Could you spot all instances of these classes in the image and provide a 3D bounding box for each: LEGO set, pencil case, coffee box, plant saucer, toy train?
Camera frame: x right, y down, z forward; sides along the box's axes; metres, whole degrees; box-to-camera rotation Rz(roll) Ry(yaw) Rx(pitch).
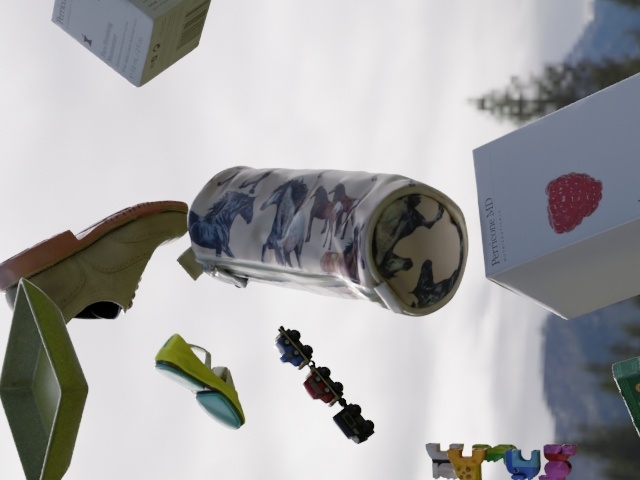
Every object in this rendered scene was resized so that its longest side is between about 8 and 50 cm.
[{"bbox_3d":[0.254,0.347,2.184,0.087,0.227,0.093,-1,-91,-67],"label":"LEGO set"},{"bbox_3d":[0.000,0.000,1.883,0.160,0.410,0.183,45,-113,-33],"label":"pencil case"},{"bbox_3d":[0.503,0.193,2.041,0.040,0.184,0.113,-84,-30,-57],"label":"coffee box"},{"bbox_3d":[-0.311,0.169,1.704,0.188,0.045,0.188,60,142,42],"label":"plant saucer"},{"bbox_3d":[-0.001,0.160,1.653,0.036,0.158,0.027,-35,-10,-29],"label":"toy train"}]

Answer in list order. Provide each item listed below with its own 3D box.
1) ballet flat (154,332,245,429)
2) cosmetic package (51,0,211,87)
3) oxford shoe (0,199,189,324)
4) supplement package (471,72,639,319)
[{"bbox_3d":[-0.190,0.232,2.517,0.231,0.077,0.077,46,-128,-39],"label":"ballet flat"},{"bbox_3d":[-0.280,-0.361,2.244,0.151,0.183,0.151,-43,-16,-39],"label":"cosmetic package"},{"bbox_3d":[-0.323,0.045,2.252,0.397,0.140,0.146,-27,-90,-49],"label":"oxford shoe"},{"bbox_3d":[0.342,-0.053,1.695,0.175,0.293,0.177,25,-129,-43],"label":"supplement package"}]
